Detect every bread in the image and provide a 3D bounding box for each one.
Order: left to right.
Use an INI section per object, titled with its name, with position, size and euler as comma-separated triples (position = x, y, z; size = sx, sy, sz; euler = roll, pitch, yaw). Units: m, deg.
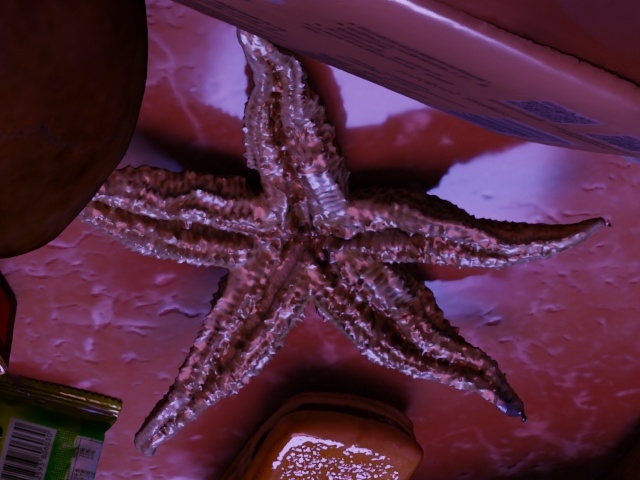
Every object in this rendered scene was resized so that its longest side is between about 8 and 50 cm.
[bread]
position = -0.013, 0.177, 1.255
size = 0.116, 0.077, 0.200
euler = 19, 133, -18

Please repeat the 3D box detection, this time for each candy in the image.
[candy]
position = -0.206, 0.187, 1.207
size = 0.102, 0.178, 0.032
euler = 18, 169, -28

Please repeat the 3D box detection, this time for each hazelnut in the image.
[hazelnut]
position = -0.193, -0.100, 0.862
size = 0.230, 0.229, 0.229
euler = 0, 138, 0

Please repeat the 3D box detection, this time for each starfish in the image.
[starfish]
position = 0.000, -0.003, 1.055
size = 0.347, 0.078, 0.357
euler = 0, 132, 0

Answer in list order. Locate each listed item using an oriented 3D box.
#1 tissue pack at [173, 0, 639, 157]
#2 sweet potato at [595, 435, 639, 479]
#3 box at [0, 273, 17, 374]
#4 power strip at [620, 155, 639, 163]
[tissue pack]
position = 0.059, -0.180, 0.753
size = 0.306, 0.238, 0.238
euler = 18, 136, -34
[sweet potato]
position = 0.300, 0.133, 1.213
size = 0.269, 0.074, 0.075
euler = -35, 128, 30
[box]
position = -0.302, 0.000, 1.063
size = 0.153, 0.074, 0.239
euler = -7, 139, 12
[power strip]
position = 0.192, -0.071, 1.024
size = 0.083, 0.035, 0.055
euler = 12, 138, -33
